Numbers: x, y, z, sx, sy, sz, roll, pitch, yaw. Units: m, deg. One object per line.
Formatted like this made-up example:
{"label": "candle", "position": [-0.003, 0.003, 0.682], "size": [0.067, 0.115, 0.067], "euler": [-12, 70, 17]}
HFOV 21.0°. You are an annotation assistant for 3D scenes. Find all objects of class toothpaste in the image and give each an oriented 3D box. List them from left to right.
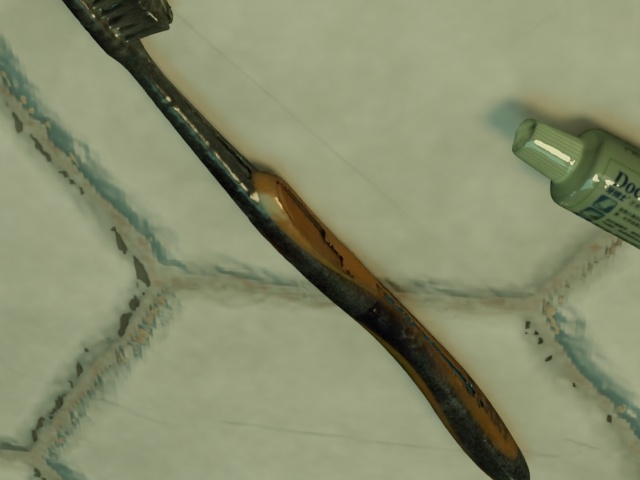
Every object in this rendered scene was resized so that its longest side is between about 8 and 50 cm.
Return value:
{"label": "toothpaste", "position": [0.152, 0.005, 0.629], "size": [0.197, 0.029, 0.048], "euler": [26, 135, -18]}

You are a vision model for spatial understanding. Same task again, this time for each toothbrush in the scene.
{"label": "toothbrush", "position": [-0.002, 0.001, 0.658], "size": [0.031, 0.023, 0.321], "euler": [-18, 128, 29]}
